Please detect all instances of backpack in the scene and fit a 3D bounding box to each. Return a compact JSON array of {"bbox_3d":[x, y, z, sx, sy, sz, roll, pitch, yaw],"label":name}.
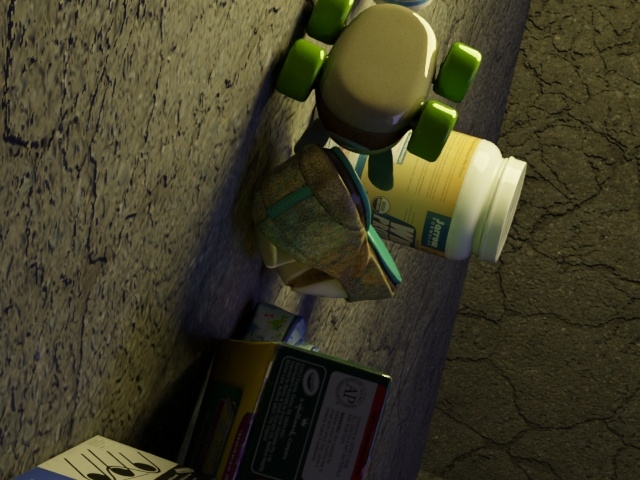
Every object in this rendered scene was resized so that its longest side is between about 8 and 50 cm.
[{"bbox_3d":[-0.046,0.126,1.425,0.105,0.084,0.114,91,17,-63],"label":"backpack"}]

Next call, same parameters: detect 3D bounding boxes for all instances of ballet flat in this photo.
[{"bbox_3d":[0.000,0.000,1.403,0.348,0.123,0.123,59,49,-74],"label":"ballet flat"}]

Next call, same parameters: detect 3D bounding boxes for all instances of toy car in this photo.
[{"bbox_3d":[0.037,-0.113,1.334,0.188,0.155,0.149,114,1,-54],"label":"toy car"}]

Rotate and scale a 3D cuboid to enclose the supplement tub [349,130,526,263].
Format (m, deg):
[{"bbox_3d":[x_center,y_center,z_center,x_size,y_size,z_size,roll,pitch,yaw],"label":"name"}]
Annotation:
[{"bbox_3d":[0.125,-0.060,1.674,0.144,0.200,0.144,17,90,-79],"label":"supplement tub"}]

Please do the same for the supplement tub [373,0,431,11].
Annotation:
[{"bbox_3d":[0.087,-0.291,1.466,0.107,0.071,0.071,98,14,-45],"label":"supplement tub"}]

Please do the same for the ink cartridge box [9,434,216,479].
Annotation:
[{"bbox_3d":[-0.147,0.182,0.962,0.207,0.097,0.046,-16,123,-78],"label":"ink cartridge box"}]

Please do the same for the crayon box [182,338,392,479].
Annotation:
[{"bbox_3d":[-0.069,0.267,1.188,0.313,0.106,0.362,160,-53,-79],"label":"crayon box"}]

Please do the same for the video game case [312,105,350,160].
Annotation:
[{"bbox_3d":[0.009,-0.093,1.531,0.143,0.019,0.157,-54,158,-61],"label":"video game case"}]
